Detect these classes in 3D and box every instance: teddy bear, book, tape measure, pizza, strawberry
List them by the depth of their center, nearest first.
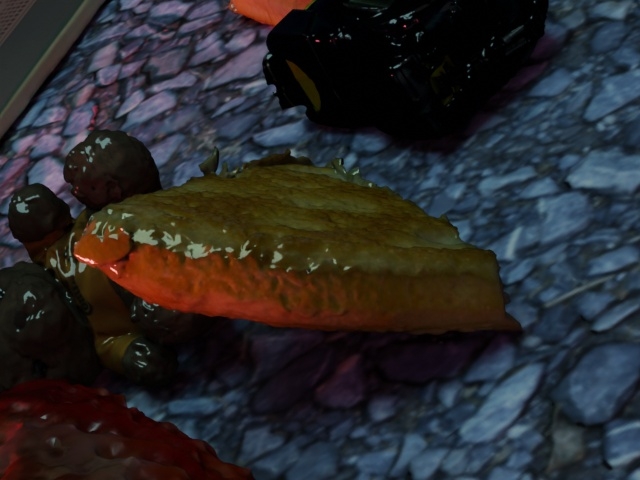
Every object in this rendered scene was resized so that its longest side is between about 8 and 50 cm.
[{"bbox_3d":[-0.167,0.177,1.101,0.265,0.149,0.336,-31,31,1],"label":"strawberry"},{"bbox_3d":[0.000,0.000,1.252,0.280,0.075,0.287,9,16,4],"label":"pizza"},{"bbox_3d":[-0.166,0.041,1.313,0.190,0.140,0.177,-33,76,-5],"label":"teddy bear"},{"bbox_3d":[0.071,-0.168,1.427,0.186,0.112,0.199,-44,36,-25],"label":"tape measure"},{"bbox_3d":[-0.351,-0.182,1.858,0.264,0.031,0.379,-6,40,35],"label":"book"}]

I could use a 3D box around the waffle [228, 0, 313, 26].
[{"bbox_3d":[0.066,-0.298,1.629,0.308,0.091,0.213,-39,33,-17],"label":"waffle"}]
